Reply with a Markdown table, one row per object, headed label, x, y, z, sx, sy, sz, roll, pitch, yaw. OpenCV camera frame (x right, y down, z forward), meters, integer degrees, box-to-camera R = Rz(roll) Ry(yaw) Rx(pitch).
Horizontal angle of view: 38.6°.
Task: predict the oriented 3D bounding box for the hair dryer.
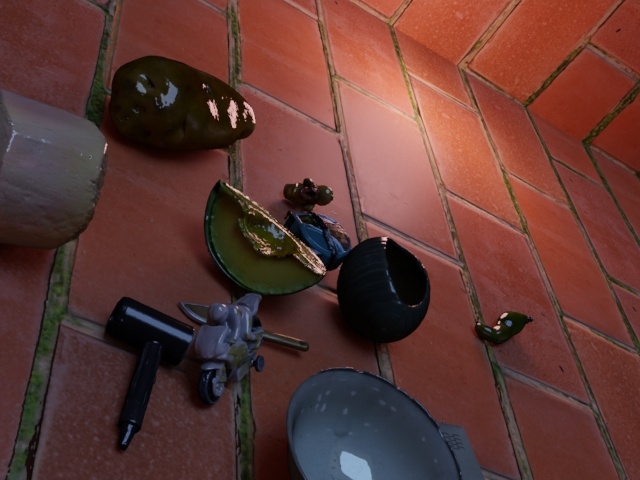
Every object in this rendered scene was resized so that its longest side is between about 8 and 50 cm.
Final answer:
| label | x | y | z | sx | sy | sz | roll | pitch | yaw |
| --- | --- | --- | --- | --- | --- | --- | --- | --- | --- |
| hair dryer | -0.277 | 0.198 | 1.362 | 0.128 | 0.070 | 0.255 | 30 | 36 | -16 |

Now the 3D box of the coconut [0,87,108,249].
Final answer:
| label | x | y | z | sx | sy | sz | roll | pitch | yaw |
| --- | --- | --- | --- | --- | --- | --- | --- | --- | --- |
| coconut | -0.471 | -0.109 | 1.381 | 0.244 | 0.239 | 0.239 | 15 | 38 | -35 |

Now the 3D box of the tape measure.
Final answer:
| label | x | y | z | sx | sy | sz | roll | pitch | yaw |
| --- | --- | --- | --- | --- | --- | --- | --- | --- | --- |
| tape measure | 0.000 | 0.000 | 1.912 | 0.125 | 0.081 | 0.146 | 2 | 47 | -43 |

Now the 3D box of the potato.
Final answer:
| label | x | y | z | sx | sy | sz | roll | pitch | yaw |
| --- | --- | --- | --- | --- | --- | --- | --- | --- | --- |
| potato | -0.277 | -0.279 | 1.905 | 0.195 | 0.176 | 0.369 | 25 | 15 | 33 |

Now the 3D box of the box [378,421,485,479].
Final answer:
| label | x | y | z | sx | sy | sz | roll | pitch | yaw |
| --- | --- | --- | --- | --- | --- | --- | --- | --- | --- |
| box | 0.178 | 0.398 | 1.617 | 0.270 | 0.045 | 0.210 | 16 | 38 | -36 |

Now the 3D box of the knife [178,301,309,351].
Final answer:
| label | x | y | z | sx | sy | sz | roll | pitch | yaw |
| --- | --- | --- | --- | --- | --- | --- | --- | --- | --- |
| knife | -0.134 | 0.153 | 1.614 | 0.256 | 0.022 | 0.046 | 19 | 42 | -25 |

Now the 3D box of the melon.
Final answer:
| label | x | y | z | sx | sy | sz | roll | pitch | yaw |
| --- | --- | --- | --- | --- | --- | --- | --- | --- | --- |
| melon | -0.115 | 0.020 | 1.733 | 0.265 | 0.129 | 0.169 | 41 | 8 | 8 |

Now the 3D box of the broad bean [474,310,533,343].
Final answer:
| label | x | y | z | sx | sy | sz | roll | pitch | yaw |
| --- | --- | --- | --- | --- | --- | --- | --- | --- | --- |
| broad bean | 0.438 | 0.204 | 2.164 | 0.214 | 0.048 | 0.070 | -5 | 53 | -47 |

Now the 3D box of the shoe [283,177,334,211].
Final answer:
| label | x | y | z | sx | sy | sz | roll | pitch | yaw |
| --- | --- | --- | --- | --- | --- | --- | --- | --- | --- |
| shoe | -0.025 | -0.099 | 2.030 | 0.109 | 0.072 | 0.069 | 24 | -5 | -35 |

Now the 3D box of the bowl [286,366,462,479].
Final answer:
| label | x | y | z | sx | sy | sz | roll | pitch | yaw |
| --- | --- | --- | --- | --- | --- | --- | --- | --- | --- |
| bowl | 0.056 | 0.366 | 1.413 | 0.313 | 0.146 | 0.313 | 22 | 37 | -17 |

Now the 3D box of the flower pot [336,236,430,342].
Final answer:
| label | x | y | z | sx | sy | sz | roll | pitch | yaw |
| --- | --- | --- | --- | --- | --- | --- | --- | --- | --- |
| flower pot | 0.125 | 0.100 | 1.841 | 0.189 | 0.157 | 0.243 | 32 | 33 | -18 |

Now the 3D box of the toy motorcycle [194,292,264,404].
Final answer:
| label | x | y | z | sx | sy | sz | roll | pitch | yaw |
| --- | --- | --- | --- | --- | --- | --- | --- | --- | --- |
| toy motorcycle | -0.149 | 0.159 | 1.489 | 0.074 | 0.151 | 0.228 | 1 | 26 | 23 |
